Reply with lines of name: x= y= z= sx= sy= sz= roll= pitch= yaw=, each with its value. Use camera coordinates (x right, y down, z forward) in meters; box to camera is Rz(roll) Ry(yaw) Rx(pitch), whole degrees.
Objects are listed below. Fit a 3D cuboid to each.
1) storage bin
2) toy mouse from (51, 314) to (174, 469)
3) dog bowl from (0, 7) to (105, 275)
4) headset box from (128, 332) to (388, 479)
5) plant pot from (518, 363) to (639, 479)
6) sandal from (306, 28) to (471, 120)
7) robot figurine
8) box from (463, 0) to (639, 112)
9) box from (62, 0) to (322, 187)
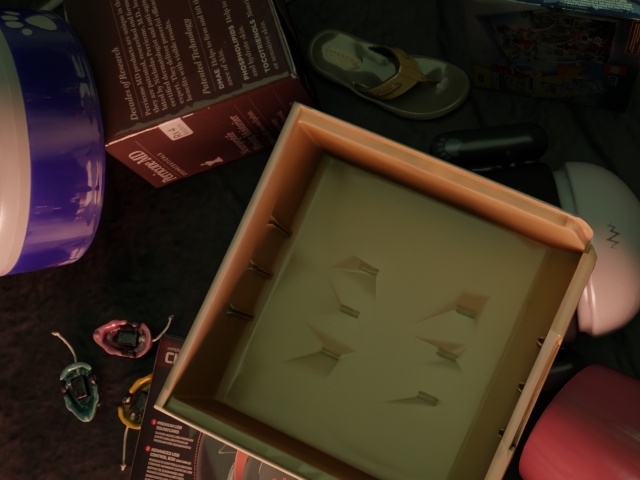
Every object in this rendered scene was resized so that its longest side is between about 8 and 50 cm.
storage bin: x=0.052 y=0.069 z=0.837 sx=0.260 sy=0.123 sz=0.262 roll=23 pitch=85 yaw=14
toy mouse: x=-0.220 y=0.134 z=1.096 sx=0.143 sy=0.031 sz=0.161 roll=27 pitch=84 yaw=14
dog bowl: x=-0.314 y=-0.098 z=1.044 sx=0.104 sy=0.265 sz=0.265 roll=-8 pitch=73 yaw=-34
headset box: x=-0.054 y=0.220 z=0.953 sx=0.218 sy=0.110 sz=0.293 roll=8 pitch=80 yaw=13
plant pot: x=0.283 y=0.210 z=0.913 sx=0.180 sy=0.201 sz=0.201 roll=35 pitch=86 yaw=31
sandal: x=0.068 y=-0.178 z=1.095 sx=0.180 sy=0.049 sz=0.072 roll=22 pitch=84 yaw=8
robot figurine: x=0.166 y=0.020 z=0.978 sx=0.278 sy=0.209 sz=0.174 roll=-9 pitch=38 yaw=9
box: x=0.220 y=-0.188 z=0.975 sx=0.159 sy=0.233 sz=0.044 roll=11 pitch=81 yaw=12
box: x=-0.123 y=-0.179 z=1.071 sx=0.203 sy=0.168 sz=0.167 roll=-20 pitch=76 yaw=6
